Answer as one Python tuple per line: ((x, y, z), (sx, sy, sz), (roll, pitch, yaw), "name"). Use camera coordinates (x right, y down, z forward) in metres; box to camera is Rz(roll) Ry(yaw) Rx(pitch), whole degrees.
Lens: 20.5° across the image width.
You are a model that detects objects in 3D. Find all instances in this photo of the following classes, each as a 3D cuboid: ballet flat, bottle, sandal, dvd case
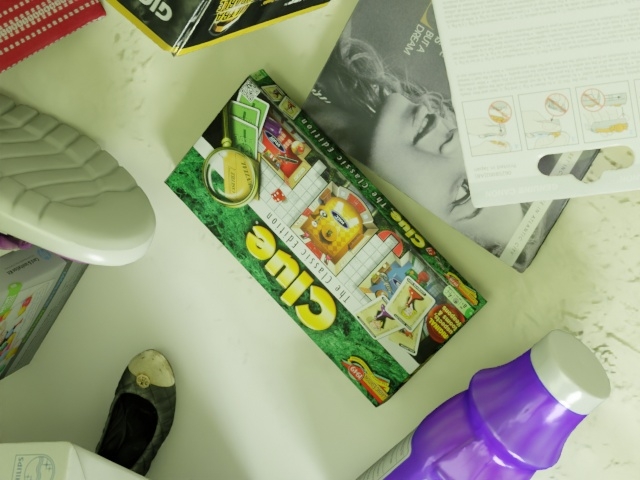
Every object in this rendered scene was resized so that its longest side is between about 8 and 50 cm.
((-0.167, 0.173, 1.541), (0.057, 0.049, 0.173), (26, 113, 15), "ballet flat")
((0.105, 0.179, 1.383), (0.092, 0.118, 0.283), (49, 116, 6), "bottle")
((-0.312, -0.062, 1.488), (0.416, 0.169, 0.102), (28, 120, 23), "sandal")
((0.106, -0.101, 1.363), (0.221, 0.018, 0.164), (35, 115, 12), "dvd case")

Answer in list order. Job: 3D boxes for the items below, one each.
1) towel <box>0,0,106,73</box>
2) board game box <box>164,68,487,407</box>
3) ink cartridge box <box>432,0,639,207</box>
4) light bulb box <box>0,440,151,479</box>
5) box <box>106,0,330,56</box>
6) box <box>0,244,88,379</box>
((-0.328, -0.253, 1.448), (0.275, 0.199, 0.031), (57, 162, 1), "towel")
((0.000, 0.000, 1.424), (0.260, 0.030, 0.136), (46, 126, 7), "board game box")
((0.182, -0.151, 1.295), (0.189, 0.066, 0.232), (-6, 114, 19), "ink cartridge box")
((-0.273, 0.311, 1.427), (0.361, 0.358, 0.225), (-4, 67, 25), "light bulb box")
((-0.147, -0.279, 1.296), (0.322, 0.257, 0.079), (41, 116, 9), "box")
((-0.275, 0.070, 1.485), (0.038, 0.186, 0.145), (39, 115, 10), "box")
